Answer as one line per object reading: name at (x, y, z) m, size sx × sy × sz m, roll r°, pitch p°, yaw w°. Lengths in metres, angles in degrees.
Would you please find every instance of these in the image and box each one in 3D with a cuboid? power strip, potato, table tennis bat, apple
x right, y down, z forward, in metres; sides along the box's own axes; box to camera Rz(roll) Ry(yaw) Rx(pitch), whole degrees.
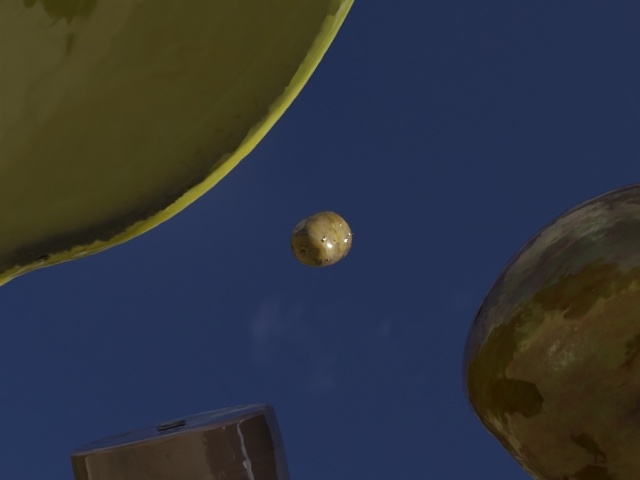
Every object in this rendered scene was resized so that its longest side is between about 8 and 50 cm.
power strip at (-0.095, 0.164, 1.116) m, size 0.154 × 0.154 × 0.078 m, roll -14°, pitch -91°, yaw 25°
potato at (0.000, 0.000, 1.488) m, size 0.040 × 0.083 × 0.051 m, roll -43°, pitch -101°, yaw 31°
table tennis bat at (-0.097, -0.043, 0.437) m, size 0.224 × 0.054 × 0.368 m, roll 15°, pitch -96°, yaw 29°
apple at (0.234, 0.096, 1.156) m, size 0.264 × 0.264 × 0.264 m, roll 8°, pitch -63°, yaw 16°
